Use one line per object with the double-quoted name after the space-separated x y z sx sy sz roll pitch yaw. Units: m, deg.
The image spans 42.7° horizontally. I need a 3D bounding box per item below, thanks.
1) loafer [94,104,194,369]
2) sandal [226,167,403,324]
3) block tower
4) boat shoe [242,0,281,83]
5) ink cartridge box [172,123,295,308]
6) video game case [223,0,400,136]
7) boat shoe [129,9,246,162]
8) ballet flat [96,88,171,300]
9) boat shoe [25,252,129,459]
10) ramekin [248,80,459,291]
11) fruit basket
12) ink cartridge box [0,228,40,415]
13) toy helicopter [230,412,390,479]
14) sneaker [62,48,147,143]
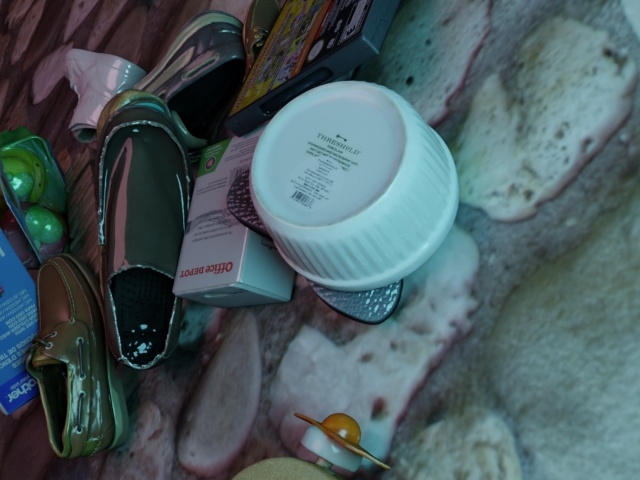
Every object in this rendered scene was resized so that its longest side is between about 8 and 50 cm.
-0.223 0.007 1.078 0.130 0.134 0.365 -144 51 -71 "loafer"
0.000 -0.001 0.905 0.097 0.054 0.254 -46 58 -4 "sandal"
-0.361 -0.021 1.368 0.091 0.097 0.335 -49 42 26 "block tower"
-0.074 -0.269 1.143 0.060 0.064 0.177 143 132 -67 "boat shoe"
-0.098 -0.024 1.042 0.153 0.087 0.208 -10 64 48 "ink cartridge box"
0.010 -0.272 1.005 0.248 0.035 0.274 -22 38 44 "video game case"
-0.228 -0.185 1.251 0.355 0.132 0.130 -52 39 23 "boat shoe"
-0.275 -0.050 1.196 0.123 0.123 0.348 31 121 53 "ballet flat"
-0.367 0.161 1.187 0.111 0.104 0.307 -33 72 38 "boat shoe"
0.027 -0.062 0.822 0.207 0.109 0.207 -10 62 20 "ramekin"
-0.491 -0.035 1.420 0.165 0.327 0.353 -27 42 -17 "fruit basket"
-0.549 0.114 1.320 0.151 0.395 0.270 -34 21 -29 "ink cartridge box"
0.037 0.257 0.735 0.355 0.140 0.234 -13 53 36 "toy helicopter"
-0.460 -0.278 1.609 0.293 0.108 0.169 19 85 52 "sneaker"
